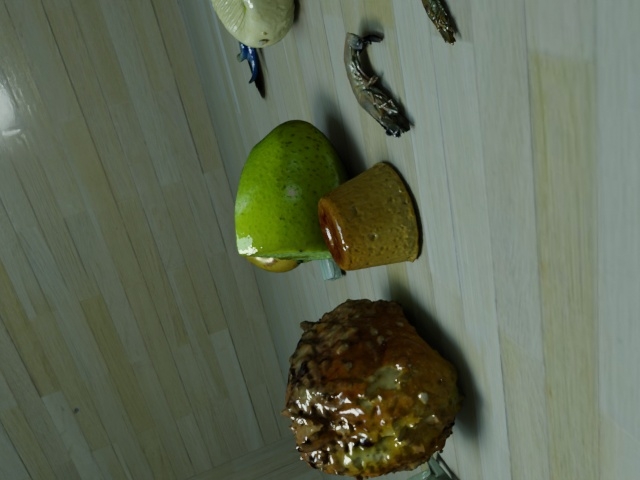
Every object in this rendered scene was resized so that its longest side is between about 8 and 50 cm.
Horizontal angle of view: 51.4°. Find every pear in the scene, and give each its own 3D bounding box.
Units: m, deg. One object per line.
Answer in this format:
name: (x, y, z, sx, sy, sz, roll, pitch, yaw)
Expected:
pear: (-0.119, -0.019, 1.811, 0.209, 0.208, 0.209, 161, 90, -77)
pear: (-0.036, -0.108, 1.469, 0.342, 0.238, 0.318, 8, -106, -68)

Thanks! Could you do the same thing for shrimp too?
shrimp: (0.092, -0.269, 1.126, 0.152, 0.046, 0.219, 82, 163, -50)
shrimp: (0.157, -0.313, 0.859, 0.083, 0.023, 0.114, 128, 126, -71)

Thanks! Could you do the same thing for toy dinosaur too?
toy dinosaur: (-0.198, -0.567, 1.811, 0.188, 0.075, 0.248, 162, 95, -74)

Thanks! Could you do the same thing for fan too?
fan: (-0.226, -0.572, 1.980, 0.191, 0.009, 0.329, -115, 7, -82)

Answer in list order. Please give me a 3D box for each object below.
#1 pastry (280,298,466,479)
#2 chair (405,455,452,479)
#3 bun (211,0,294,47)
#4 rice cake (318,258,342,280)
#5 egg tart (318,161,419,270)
pastry: (0.081, 0.305, 1.352, 0.405, 0.337, 0.293, 51, 164, 55)
chair: (0.226, 0.624, 1.514, 0.275, 0.203, 0.191, 47, 165, 49)
bun: (-0.148, -0.554, 1.451, 0.259, 0.160, 0.259, 43, 153, 29)
rice cake: (0.000, 0.000, 1.857, 0.127, 0.043, 0.237, 149, 104, -75)
egg tart: (0.083, -0.035, 1.267, 0.202, 0.147, 0.203, 161, 90, -79)
